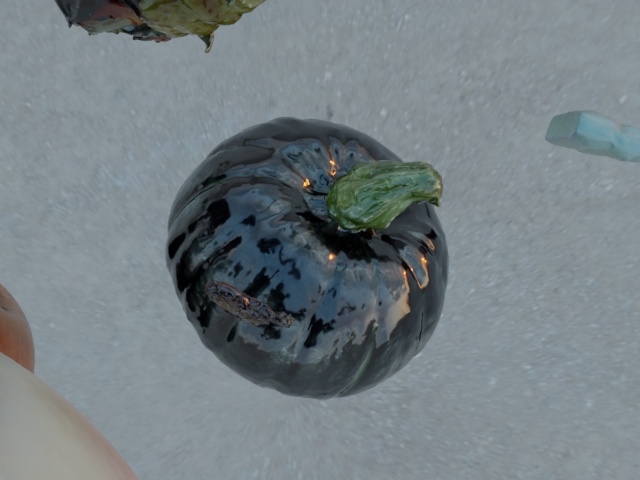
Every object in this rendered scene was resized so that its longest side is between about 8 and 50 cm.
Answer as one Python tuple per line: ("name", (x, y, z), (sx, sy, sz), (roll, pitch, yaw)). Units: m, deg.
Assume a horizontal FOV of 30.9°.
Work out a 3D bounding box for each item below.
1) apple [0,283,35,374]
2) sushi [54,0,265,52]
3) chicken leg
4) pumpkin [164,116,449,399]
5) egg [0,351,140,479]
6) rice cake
("apple", (-0.420, 0.105, 1.194), (0.206, 0.251, 0.272), (-49, 119, -11))
("sushi", (-0.080, -0.186, 0.778), (0.097, 0.226, 0.103), (49, 50, -36))
("chicken leg", (-0.059, 0.056, 0.963), (0.083, 0.036, 0.021), (25, 63, 12))
("pumpkin", (0.000, 0.000, 1.133), (0.295, 0.296, 0.296), (0, 83, -2))
("egg", (-0.219, 0.289, 0.699), (0.354, 0.354, 0.340), (-41, 112, -6))
("rice cake", (0.288, -0.109, 1.208), (0.080, 0.222, 0.042), (16, 96, 2))
